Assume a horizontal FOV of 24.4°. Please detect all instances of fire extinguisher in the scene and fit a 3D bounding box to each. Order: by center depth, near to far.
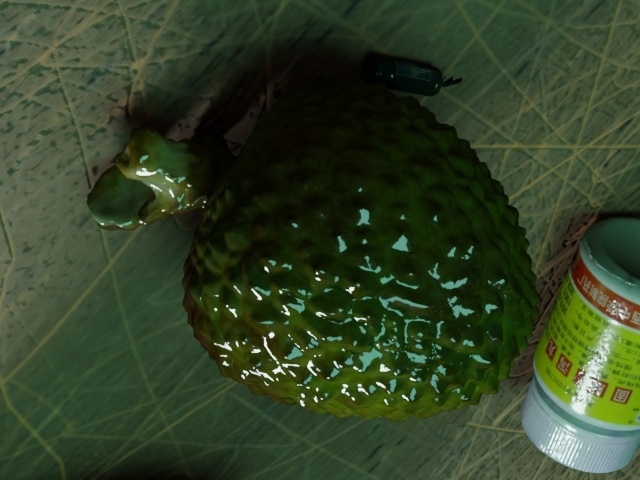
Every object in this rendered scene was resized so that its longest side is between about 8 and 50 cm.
[{"bbox_3d":[0.072,-0.131,1.202,0.083,0.025,0.038,6,162,-30],"label":"fire extinguisher"}]

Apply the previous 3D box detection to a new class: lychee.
[{"bbox_3d":[0.010,0.007,1.124,0.270,0.320,0.270,-36,169,-8],"label":"lychee"}]

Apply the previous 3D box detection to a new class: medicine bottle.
[{"bbox_3d":[0.283,0.101,1.421,0.139,0.139,0.225,-3,128,-25],"label":"medicine bottle"}]
